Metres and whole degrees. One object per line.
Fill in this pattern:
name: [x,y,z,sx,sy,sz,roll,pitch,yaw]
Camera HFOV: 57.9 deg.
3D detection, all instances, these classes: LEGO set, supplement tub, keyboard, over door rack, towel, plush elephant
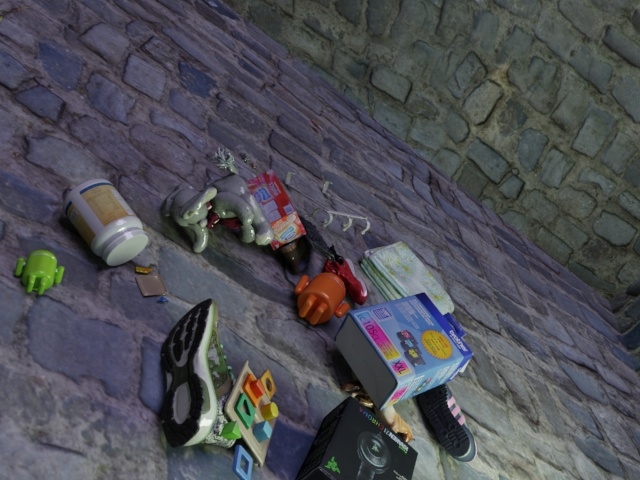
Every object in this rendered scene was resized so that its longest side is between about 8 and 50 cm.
LEGO set: [-0.282,-0.320,2.281,0.083,0.023,0.054,35,31,-11]
supplement tub: [-0.560,-0.047,1.515,0.200,0.144,0.144,50,32,13]
keyboard: [0.000,0.000,2.074,0.201,0.033,0.317,40,8,-23]
over door rack: [0.019,-0.136,2.326,0.239,0.108,0.324,9,30,-45]
towel: [0.355,0.170,2.315,0.374,0.090,0.320,52,33,17]
plush elephant: [-0.330,-0.086,1.750,0.272,0.255,0.330,19,-46,64]

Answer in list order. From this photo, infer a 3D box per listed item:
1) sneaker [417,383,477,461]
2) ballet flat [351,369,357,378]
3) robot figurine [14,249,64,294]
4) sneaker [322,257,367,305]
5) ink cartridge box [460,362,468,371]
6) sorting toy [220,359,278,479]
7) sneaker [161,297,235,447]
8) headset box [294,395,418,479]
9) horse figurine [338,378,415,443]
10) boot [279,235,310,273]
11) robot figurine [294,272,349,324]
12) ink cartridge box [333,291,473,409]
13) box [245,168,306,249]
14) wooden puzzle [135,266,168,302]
sneaker: [0.409,0.574,1.886,0.131,0.112,0.319,47,18,-43]
ballet flat: [0.188,0.425,1.847,0.232,0.080,0.073,17,67,-31]
robot figurine: [-0.651,0.069,1.343,0.101,0.067,0.115,14,40,-26]
sneaker: [0.074,0.144,2.063,0.128,0.087,0.221,9,31,-30]
ink cartridge box: [0.353,0.379,2.021,0.332,0.065,0.165,14,16,-37]
sorting toy: [-0.151,0.408,1.390,0.348,0.047,0.196,-71,140,-66]
sneaker: [-0.275,0.328,1.407,0.182,0.158,0.410,44,27,-38]
headset box: [0.091,0.587,1.459,0.246,0.131,0.283,41,32,0]
horse figurine: [0.170,0.508,1.712,0.174,0.066,0.263,-17,66,-49]
boot: [-0.084,0.040,2.033,0.106,0.082,0.219,67,18,-9]
robot figurine: [0.004,0.182,1.872,0.219,0.158,0.128,-46,130,-59]
ink cartridge box: [0.278,0.322,1.798,0.395,0.151,0.270,-8,49,-38]
box: [-0.163,-0.109,1.977,0.257,0.128,0.123,59,-5,43]
wooden puzzle: [-0.454,0.120,1.554,0.078,0.014,0.116,4,47,-40]
